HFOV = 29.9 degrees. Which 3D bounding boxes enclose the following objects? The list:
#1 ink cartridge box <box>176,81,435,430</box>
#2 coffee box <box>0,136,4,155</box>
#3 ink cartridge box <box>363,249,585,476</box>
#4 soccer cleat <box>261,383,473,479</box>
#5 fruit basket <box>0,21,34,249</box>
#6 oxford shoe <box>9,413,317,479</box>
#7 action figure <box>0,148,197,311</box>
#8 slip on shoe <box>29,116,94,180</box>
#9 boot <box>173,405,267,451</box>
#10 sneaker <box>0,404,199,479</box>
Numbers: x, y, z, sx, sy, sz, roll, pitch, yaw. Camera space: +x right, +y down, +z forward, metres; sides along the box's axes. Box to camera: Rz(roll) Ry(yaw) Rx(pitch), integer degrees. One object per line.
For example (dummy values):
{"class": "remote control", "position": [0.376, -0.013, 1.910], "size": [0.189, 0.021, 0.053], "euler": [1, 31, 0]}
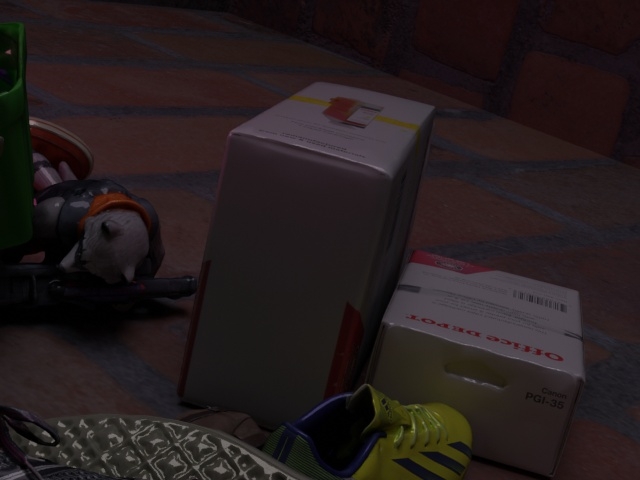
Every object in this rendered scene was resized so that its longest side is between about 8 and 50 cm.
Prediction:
{"class": "ink cartridge box", "position": [0.000, 0.000, 1.275], "size": [0.160, 0.279, 0.385], "euler": [15, 17, 8]}
{"class": "coffee box", "position": [-0.420, 0.016, 0.821], "size": [0.334, 0.338, 0.337], "euler": [6, 19, -23]}
{"class": "ink cartridge box", "position": [0.167, 0.119, 1.283], "size": [0.207, 0.117, 0.283], "euler": [15, 17, 7]}
{"class": "soccer cleat", "position": [0.054, 0.175, 1.026], "size": [0.093, 0.121, 0.289], "euler": [25, 21, 34]}
{"class": "fruit basket", "position": [-0.457, -0.141, 1.095], "size": [0.392, 0.392, 0.283], "euler": [8, 23, -16]}
{"class": "oxford shoe", "position": [-0.028, 0.228, 0.805], "size": [0.449, 0.130, 0.169], "euler": [10, 56, 3]}
{"class": "action figure", "position": [-0.314, -0.019, 1.295], "size": [0.341, 0.179, 0.330], "euler": [-2, 14, -43]}
{"class": "slip on shoe", "position": [-0.461, -0.107, 1.591], "size": [0.331, 0.123, 0.101], "euler": [7, 50, -32]}
{"class": "boot", "position": [-0.104, 0.177, 1.054], "size": [0.118, 0.042, 0.087], "euler": [-2, 17, -43]}
{"class": "sneaker", "position": [-0.199, 0.129, 0.673], "size": [0.299, 0.112, 0.121], "euler": [14, -27, -20]}
